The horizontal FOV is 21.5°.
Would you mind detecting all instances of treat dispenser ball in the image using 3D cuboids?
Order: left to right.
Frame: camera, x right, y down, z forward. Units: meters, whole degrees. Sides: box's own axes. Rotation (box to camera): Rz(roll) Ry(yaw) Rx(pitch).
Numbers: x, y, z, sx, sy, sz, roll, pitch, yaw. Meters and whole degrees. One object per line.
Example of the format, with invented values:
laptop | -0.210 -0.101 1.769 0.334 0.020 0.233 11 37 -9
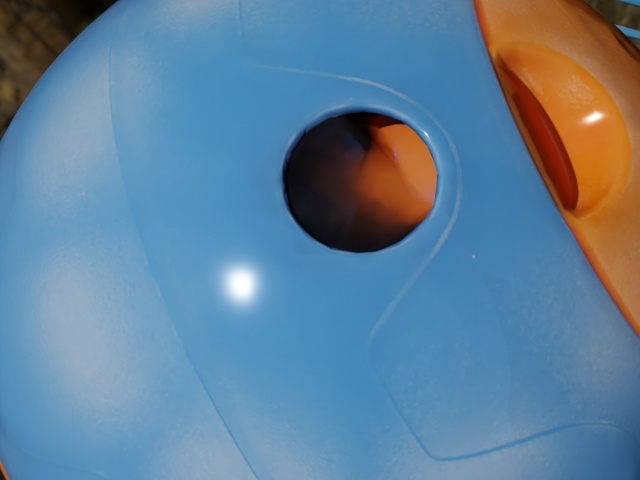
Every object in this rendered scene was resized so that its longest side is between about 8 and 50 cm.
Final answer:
treat dispenser ball | 0.011 0.025 0.639 0.288 0.288 0.288 32 155 17

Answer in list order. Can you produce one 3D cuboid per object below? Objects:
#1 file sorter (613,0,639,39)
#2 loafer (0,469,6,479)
file sorter | 0.144 -0.146 0.862 0.104 0.118 0.170 16 167 8
loafer | -0.116 0.096 0.826 0.170 0.061 0.062 25 -141 -50
